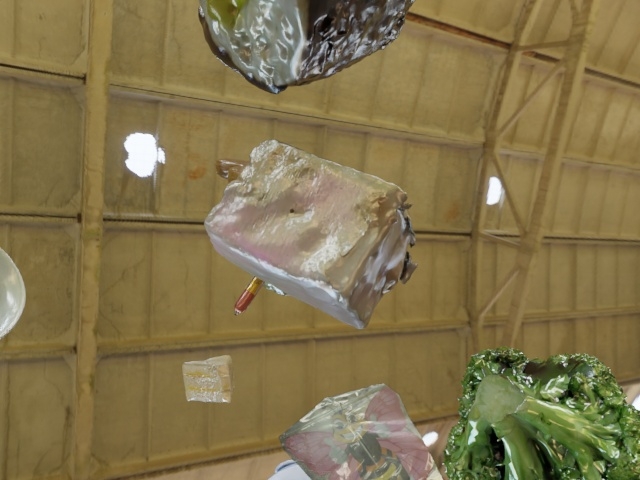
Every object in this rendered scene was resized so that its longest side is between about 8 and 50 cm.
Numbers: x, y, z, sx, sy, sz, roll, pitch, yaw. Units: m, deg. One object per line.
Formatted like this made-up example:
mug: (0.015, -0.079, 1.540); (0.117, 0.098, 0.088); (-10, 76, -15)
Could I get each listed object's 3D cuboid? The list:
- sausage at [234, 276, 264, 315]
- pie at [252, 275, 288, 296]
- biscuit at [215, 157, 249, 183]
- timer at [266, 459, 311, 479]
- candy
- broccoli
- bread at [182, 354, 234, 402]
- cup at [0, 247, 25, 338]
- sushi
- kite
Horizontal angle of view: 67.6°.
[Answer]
sausage: (-0.124, 0.070, 1.053); (0.029, 0.029, 0.223); (39, -100, -31)
pie: (-0.039, 0.093, 1.222); (0.307, 0.306, 0.071); (5, -79, -29)
biscuit: (-0.079, -0.126, 1.018); (0.283, 0.432, 0.064); (10, -75, 5)
timer: (-0.045, 0.858, 1.447); (0.395, 0.395, 0.173); (-38, -45, -13)
candy: (0.000, 0.000, 0.531); (0.137, 0.195, 0.185); (-61, -20, -11)
broccoli: (0.407, 0.370, 0.910); (0.310, 0.413, 0.320); (3, -74, -19)
bread: (-0.221, 0.272, 0.919); (0.105, 0.152, 0.077); (-9, -98, -9)
cup: (-0.825, 0.121, 0.976); (0.163, 0.347, 0.347); (-39, -57, 19)
sushi: (-0.026, -0.398, 0.732); (0.294, 0.299, 0.281); (-38, -90, -35)
kite: (0.102, 0.345, 0.638); (0.204, 0.360, 0.022); (-18, -50, -24)
